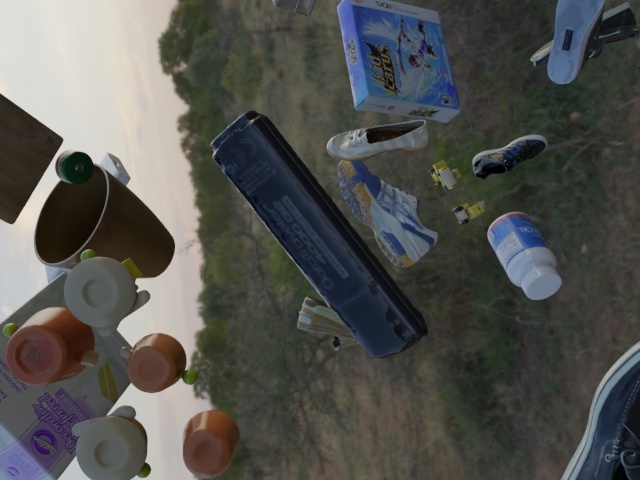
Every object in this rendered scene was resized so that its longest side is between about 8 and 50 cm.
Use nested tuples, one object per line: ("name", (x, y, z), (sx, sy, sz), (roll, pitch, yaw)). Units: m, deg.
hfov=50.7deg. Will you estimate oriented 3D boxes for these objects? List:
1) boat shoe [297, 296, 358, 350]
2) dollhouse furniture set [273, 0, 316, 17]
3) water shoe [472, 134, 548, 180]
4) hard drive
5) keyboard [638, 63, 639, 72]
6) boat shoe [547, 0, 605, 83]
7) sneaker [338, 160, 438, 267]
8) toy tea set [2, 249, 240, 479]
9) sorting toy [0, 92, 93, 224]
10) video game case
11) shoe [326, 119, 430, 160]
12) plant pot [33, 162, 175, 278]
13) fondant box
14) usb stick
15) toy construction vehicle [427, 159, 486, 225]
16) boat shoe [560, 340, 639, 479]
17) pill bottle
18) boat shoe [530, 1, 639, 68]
("boat shoe", (0.043, 0.164, 1.214), (0.072, 0.190, 0.068), (-68, 18, -4))
("dollhouse furniture set", (-0.032, -0.485, 1.210), (0.152, 0.076, 0.058), (119, 154, -47))
("water shoe", (0.510, -0.213, 1.804), (0.073, 0.203, 0.080), (50, -148, -39))
("hard drive", (-0.646, -0.060, 1.853), (0.353, 0.047, 0.233), (-57, 32, 5))
("keyboard", (0.505, -0.254, 0.913), (0.100, 0.192, 0.038), (60, 155, -5))
("boat shoe", (0.480, -0.399, 1.235), (0.080, 0.076, 0.228), (27, 137, 30))
("sneaker", (0.158, -0.084, 1.594), (0.296, 0.131, 0.112), (57, 163, 2))
("toy tea set", (-0.248, 0.183, 0.872), (0.336, 0.200, 0.124), (56, 178, -4))
("sorting toy", (-0.416, -0.113, 0.830), (0.274, 0.046, 0.132), (42, -112, -51))
("video game case", (0.174, -0.404, 1.492), (0.061, 0.244, 0.269), (-40, 54, 56))
("shoe", (0.120, -0.216, 1.413), (0.058, 0.219, 0.076), (78, -172, -56))
("plant pot", (-0.456, -0.014, 1.508), (0.254, 0.237, 0.237), (32, -142, -48))
("fondant box", (-0.471, 0.233, 1.157), (0.238, 0.096, 0.330), (52, -156, -12))
("usb stick", (0.000, 0.000, 0.657), (0.278, 0.077, 0.045), (52, -142, -7))
("toy construction vehicle", (0.174, -0.064, 0.851), (0.086, 0.035, 0.098), (62, -178, 3))
("boat shoe", (0.656, 0.427, 1.430), (0.156, 0.187, 0.500), (41, 123, 51))
("pill bottle", (0.517, 0.040, 1.701), (0.221, 0.124, 0.124), (-107, 12, -46))
("boat shoe", (0.540, -0.402, 1.374), (0.079, 0.233, 0.084), (64, 175, -11))
